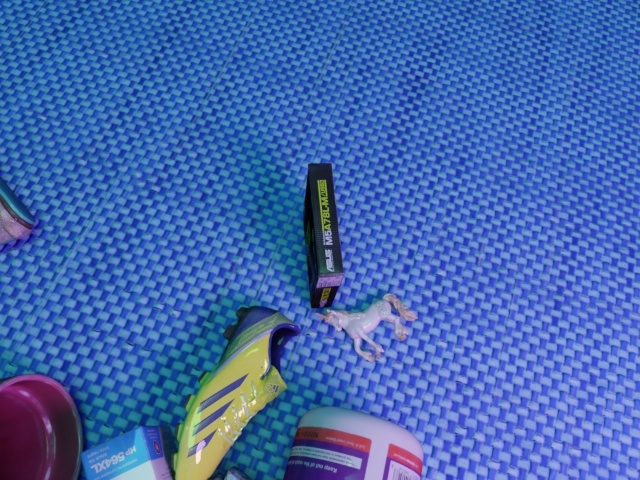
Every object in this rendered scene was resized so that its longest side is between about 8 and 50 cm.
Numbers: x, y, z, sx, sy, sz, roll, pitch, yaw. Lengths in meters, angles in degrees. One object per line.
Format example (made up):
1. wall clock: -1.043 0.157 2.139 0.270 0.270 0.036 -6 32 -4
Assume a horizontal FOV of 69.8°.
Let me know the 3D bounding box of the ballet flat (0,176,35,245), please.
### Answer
1. ballet flat: -0.631 -0.114 0.808 0.106 0.108 0.316 -38 73 -9

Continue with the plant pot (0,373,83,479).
1. plant pot: -0.461 0.297 0.612 0.180 0.201 0.202 -16 69 7

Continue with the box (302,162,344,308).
1. box: 0.000 0.000 0.753 0.045 0.191 0.184 -5 69 -7

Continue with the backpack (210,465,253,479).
1. backpack: -0.116 0.379 0.638 0.114 0.105 0.084 43 71 11

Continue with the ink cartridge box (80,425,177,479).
1. ink cartridge box: -0.227 0.363 0.613 0.085 0.148 0.203 -21 70 -12

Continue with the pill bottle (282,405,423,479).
1. pill bottle: 0.019 0.394 0.576 0.181 0.182 0.323 17 58 3

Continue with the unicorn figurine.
1. unicorn figurine: 0.077 0.143 0.778 0.161 0.060 0.111 -26 71 -30

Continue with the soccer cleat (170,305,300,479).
1. soccer cleat: -0.117 0.227 0.682 0.121 0.094 0.289 16 55 11
